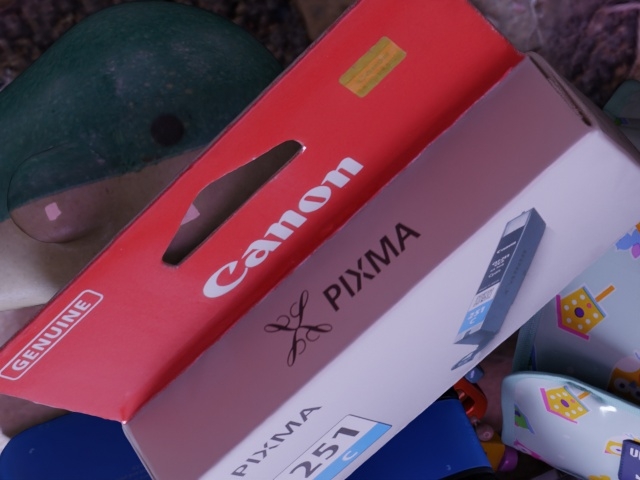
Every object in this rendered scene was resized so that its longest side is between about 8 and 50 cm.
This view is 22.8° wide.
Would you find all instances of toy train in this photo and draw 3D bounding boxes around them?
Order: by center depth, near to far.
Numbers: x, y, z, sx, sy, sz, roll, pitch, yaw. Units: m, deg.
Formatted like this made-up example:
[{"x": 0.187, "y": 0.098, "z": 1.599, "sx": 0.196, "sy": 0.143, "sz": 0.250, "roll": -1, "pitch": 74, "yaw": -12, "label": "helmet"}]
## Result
[{"x": 0.065, "y": 0.148, "z": 1.114, "sx": 0.125, "sy": 0.046, "sz": 0.166, "roll": 35, "pitch": 105, "yaw": -34, "label": "toy train"}]

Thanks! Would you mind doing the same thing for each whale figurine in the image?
[{"x": -0.142, "y": -0.039, "z": 0.837, "sx": 0.272, "sy": 0.216, "sz": 0.141, "roll": -17, "pitch": 90, "yaw": -1, "label": "whale figurine"}]

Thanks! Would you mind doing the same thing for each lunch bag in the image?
[{"x": 0.237, "y": 0.064, "z": 0.976, "sx": 0.223, "sy": 0.160, "sz": 0.262, "roll": 22, "pitch": 117, "yaw": 17, "label": "lunch bag"}]

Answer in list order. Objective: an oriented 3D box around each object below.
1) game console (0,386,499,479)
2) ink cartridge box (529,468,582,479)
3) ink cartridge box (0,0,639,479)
[{"x": -0.028, "y": 0.217, "z": 1.011, "sx": 0.293, "sy": 0.250, "sz": 0.173, "roll": -19, "pitch": 137, "yaw": -5, "label": "game console"}, {"x": 0.210, "y": 0.296, "z": 1.163, "sx": 0.395, "sy": 0.166, "sz": 0.285, "roll": -25, "pitch": 141, "yaw": 0, "label": "ink cartridge box"}, {"x": 0.013, "y": 0.021, "z": 0.805, "sx": 0.296, "sy": 0.066, "sz": 0.261, "roll": -43, "pitch": 151, "yaw": 13, "label": "ink cartridge box"}]
